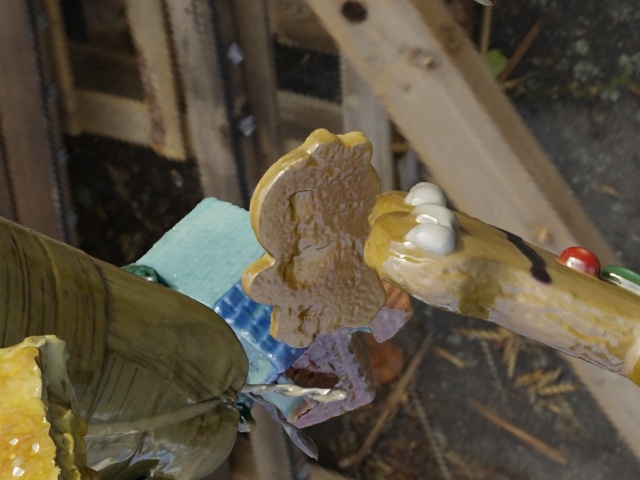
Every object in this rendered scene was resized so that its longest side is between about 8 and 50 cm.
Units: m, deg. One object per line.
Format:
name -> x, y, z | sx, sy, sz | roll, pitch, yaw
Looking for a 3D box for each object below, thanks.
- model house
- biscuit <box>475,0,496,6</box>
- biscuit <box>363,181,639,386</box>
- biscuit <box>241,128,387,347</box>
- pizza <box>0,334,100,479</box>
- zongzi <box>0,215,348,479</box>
model house -> -0.041, 0.126, 1.694 | 0.329, 0.251, 0.294 | 13, 136, 34
biscuit -> 0.116, -0.319, 1.327 | 0.139, 0.231, 0.016 | 24, 131, -17
biscuit -> 0.162, 0.042, 0.687 | 0.302, 0.197, 0.049 | 24, 102, -4
biscuit -> -0.001, -0.002, 1.431 | 0.035, 0.184, 0.248 | -132, 27, -51
pizza -> -0.121, 0.143, 0.384 | 0.197, 0.292, 0.058 | 4, 135, 27
zongzi -> -0.283, 0.224, 1.158 | 0.500, 0.466, 0.218 | 25, -177, -37
